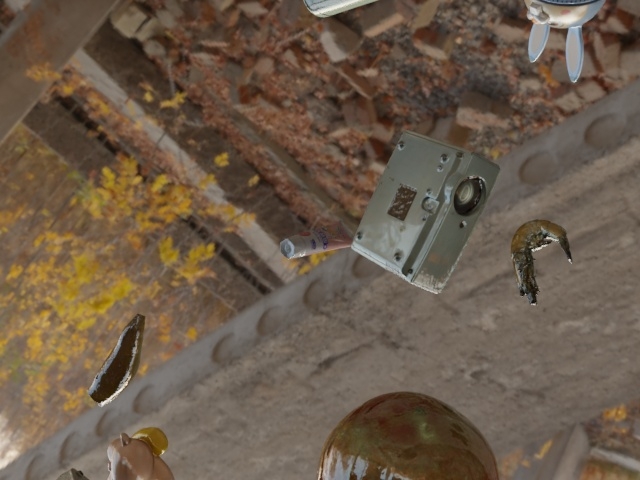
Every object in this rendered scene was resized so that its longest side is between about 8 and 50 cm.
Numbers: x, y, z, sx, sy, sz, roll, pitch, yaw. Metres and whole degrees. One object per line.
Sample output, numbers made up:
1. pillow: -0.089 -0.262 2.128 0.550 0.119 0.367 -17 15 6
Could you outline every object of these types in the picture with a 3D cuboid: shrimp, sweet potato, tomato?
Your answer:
1. shrimp: 0.521 0.045 1.806 0.150 0.217 0.051 -20 146 36
2. sweet potato: -0.411 0.257 1.585 0.077 0.243 0.077 31 -158 -14
3. tomato: 0.129 0.340 1.126 0.270 0.270 0.222 20 125 29

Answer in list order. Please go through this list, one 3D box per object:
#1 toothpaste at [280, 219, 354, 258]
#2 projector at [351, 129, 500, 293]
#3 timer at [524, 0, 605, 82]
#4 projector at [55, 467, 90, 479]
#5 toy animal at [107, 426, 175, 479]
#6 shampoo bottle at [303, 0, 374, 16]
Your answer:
1. toothpaste: 0.000 0.000 1.520 0.067 0.195 0.043 55 128 16
2. projector: 0.106 -0.034 0.810 0.061 0.147 0.115 21 -174 -39
3. timer: 0.453 -0.443 1.474 0.175 0.175 0.255 26 122 15
4. projector: -0.469 0.598 1.595 0.198 0.108 0.250 46 164 -18
5. toy animal: -0.244 0.305 0.993 0.091 0.114 0.082 -19 172 23
6. shampoo bottle: 0.074 -0.471 1.385 0.085 0.085 0.262 44 158 -30
